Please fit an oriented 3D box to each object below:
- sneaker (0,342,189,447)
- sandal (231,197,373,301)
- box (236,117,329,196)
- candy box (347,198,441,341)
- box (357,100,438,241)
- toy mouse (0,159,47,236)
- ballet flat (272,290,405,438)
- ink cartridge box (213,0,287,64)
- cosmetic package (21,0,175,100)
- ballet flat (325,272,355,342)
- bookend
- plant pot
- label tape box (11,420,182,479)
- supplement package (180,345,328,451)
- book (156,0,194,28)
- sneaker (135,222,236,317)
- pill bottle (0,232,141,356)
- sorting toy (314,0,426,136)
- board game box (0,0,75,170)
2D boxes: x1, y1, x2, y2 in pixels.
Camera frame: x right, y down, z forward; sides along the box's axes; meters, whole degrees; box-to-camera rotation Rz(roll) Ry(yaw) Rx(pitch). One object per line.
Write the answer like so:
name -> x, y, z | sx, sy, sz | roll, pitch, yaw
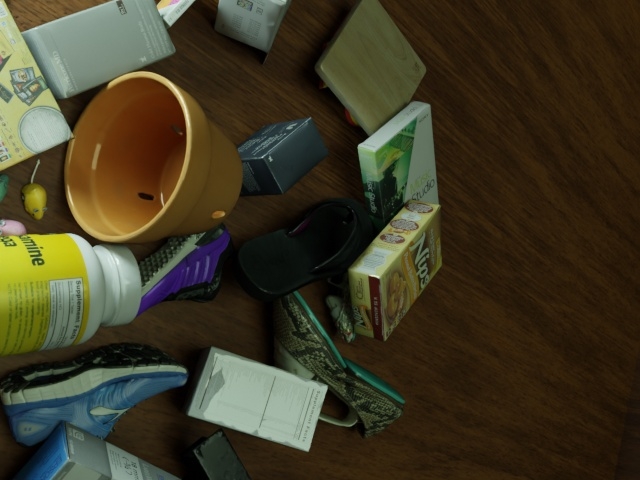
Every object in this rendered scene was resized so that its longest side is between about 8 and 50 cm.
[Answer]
sneaker -> -0.389, 0.277, 1.294 | 0.330, 0.130, 0.147 | -8, 107, -36
sandal -> 0.001, 0.002, 1.559 | 0.167, 0.107, 0.446 | 50, 39, 7
box -> -0.097, -0.170, 1.511 | 0.156, 0.158, 0.093 | -44, 118, -32
candy box -> 0.180, 0.062, 1.699 | 0.316, 0.088, 0.182 | -45, 139, -42
box -> 0.196, -0.143, 1.773 | 0.232, 0.058, 0.322 | -43, 136, -33
toy mouse -> -0.522, -0.051, 1.217 | 0.143, 0.031, 0.161 | -10, 97, -41
ballet flat -> 0.009, 0.301, 1.628 | 0.182, 0.164, 0.483 | -44, 122, -3
ink cartridge box -> -0.100, -0.560, 1.496 | 0.130, 0.272, 0.309 | 23, 72, -8
cosmetic package -> -0.393, -0.342, 1.285 | 0.238, 0.107, 0.127 | -39, 119, -37
ballet flat -> 0.050, 0.115, 1.709 | 0.077, 0.091, 0.240 | 9, 79, -12
bookend -> -0.217, 0.449, 1.427 | 0.072, 0.157, 0.156 | -34, 100, -36
plant pot -> -0.273, -0.126, 1.293 | 0.203, 0.291, 0.290 | 16, 79, -57
label tape box -> -0.373, 0.487, 1.243 | 0.240, 0.106, 0.334 | -49, 123, 2
supplement package -> -0.131, 0.311, 1.438 | 0.244, 0.134, 0.139 | 21, 75, -13
book -> -0.274, -0.450, 1.393 | 0.035, 0.096, 0.144 | 50, 60, -31
sneaker -> -0.263, 0.077, 1.401 | 0.293, 0.102, 0.146 | -47, 120, -31
pill bottle -> -0.468, 0.084, 1.162 | 0.334, 0.188, 0.187 | -4, 93, -42
sorting toy -> 0.103, -0.401, 1.735 | 0.257, 0.089, 0.255 | 46, 62, -33
board game box -> -0.528, -0.242, 1.174 | 0.165, 0.042, 0.243 | -29, 110, -20
